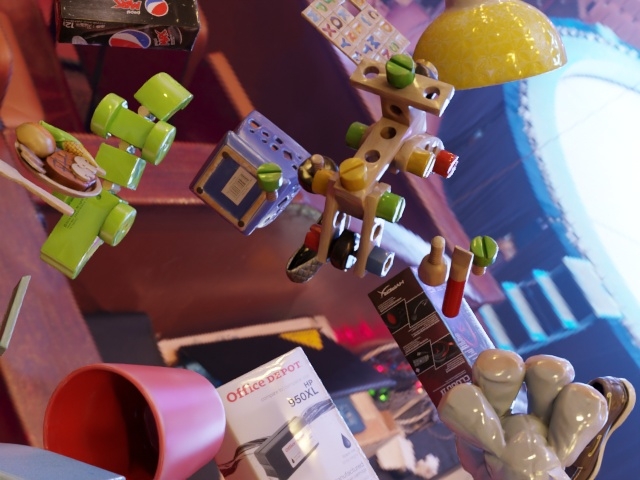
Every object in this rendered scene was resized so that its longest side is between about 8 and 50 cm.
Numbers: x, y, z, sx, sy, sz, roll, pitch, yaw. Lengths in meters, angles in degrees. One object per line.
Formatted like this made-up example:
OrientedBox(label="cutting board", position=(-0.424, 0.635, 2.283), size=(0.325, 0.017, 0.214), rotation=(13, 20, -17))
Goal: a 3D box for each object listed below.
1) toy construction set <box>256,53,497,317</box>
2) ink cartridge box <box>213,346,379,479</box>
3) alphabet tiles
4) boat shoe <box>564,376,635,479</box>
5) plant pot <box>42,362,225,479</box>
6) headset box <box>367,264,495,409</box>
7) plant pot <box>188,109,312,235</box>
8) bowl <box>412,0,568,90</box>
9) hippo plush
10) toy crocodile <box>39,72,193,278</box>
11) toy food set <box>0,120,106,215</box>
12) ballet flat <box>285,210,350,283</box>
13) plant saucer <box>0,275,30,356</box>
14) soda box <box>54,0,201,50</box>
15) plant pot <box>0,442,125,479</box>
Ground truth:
OrientedBox(label="toy construction set", position=(0.099, -0.081, 1.037), size=(0.257, 0.237, 0.309), rotation=(-29, 60, -18))
OrientedBox(label="ink cartridge box", position=(-0.088, 0.497, 2.011), size=(0.285, 0.166, 0.395), rotation=(-23, 75, -37))
OrientedBox(label="alphabet tiles", position=(0.089, -0.407, 1.663), size=(0.237, 0.009, 0.198), rotation=(41, 43, -6))
OrientedBox(label="boat shoe", position=(0.426, 0.320, 1.369), size=(0.069, 0.227, 0.081), rotation=(14, 18, -30))
OrientedBox(label="plant pot", position=(-0.320, 0.344, 1.528), size=(0.275, 0.275, 0.243), rotation=(57, 23, 17))
OrientedBox(label="headset box", position=(0.245, 0.196, 1.665), size=(0.293, 0.110, 0.218), rotation=(59, 21, 12))
OrientedBox(label="plant pot", position=(-0.183, -0.165, 2.163), size=(0.236, 0.236, 0.212), rotation=(41, 27, 0))
OrientedBox(label="bowl", position=(0.294, -0.377, 1.526), size=(0.289, 0.289, 0.156), rotation=(-36, 118, -55))
OrientedBox(label="hippo plush", position=(0.329, 0.330, 1.324), size=(0.234, 0.236, 0.294), rotation=(-26, 59, -9))
OrientedBox(label="toy crocodile", position=(-0.307, -0.101, 1.257), size=(0.115, 0.340, 0.105), rotation=(28, -3, 1))
OrientedBox(label="toy food set", position=(-0.340, -0.106, 1.090), size=(0.132, 0.038, 0.192), rotation=(34, 17, -14))
OrientedBox(label="ballet flat", position=(0.000, 0.000, 1.446), size=(0.057, 0.173, 0.049), rotation=(28, -11, 24))
OrientedBox(label="plant saucer", position=(-0.632, 0.157, 1.703), size=(0.018, 0.067, 0.192), rotation=(26, 41, -25))
OrientedBox(label="soda box", position=(-0.237, -0.275, 1.030), size=(0.169, 0.053, 0.060), rotation=(-2, 69, -23))
OrientedBox(label="plant pot", position=(-0.462, 0.394, 1.127), size=(0.252, 0.247, 0.248), rotation=(20, -7, 13))
